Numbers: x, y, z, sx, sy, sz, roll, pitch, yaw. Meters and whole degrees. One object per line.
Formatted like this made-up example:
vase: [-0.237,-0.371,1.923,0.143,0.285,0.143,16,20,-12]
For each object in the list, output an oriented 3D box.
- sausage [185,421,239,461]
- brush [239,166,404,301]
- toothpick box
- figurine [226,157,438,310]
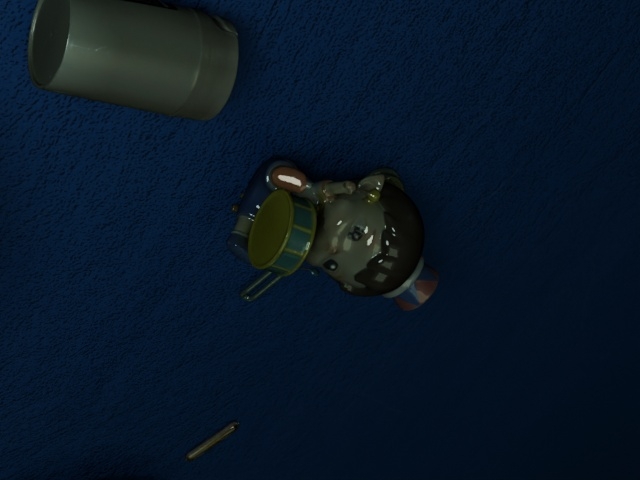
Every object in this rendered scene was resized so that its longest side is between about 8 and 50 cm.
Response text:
sausage: [-0.163,0.302,1.639,0.100,0.015,0.015,-36,139,4]
brush: [0.000,0.000,1.427,0.266,0.027,0.062,-39,131,9]
toothpick box: [-0.181,-0.184,1.069,0.180,0.111,0.111,7,127,-35]
figurine: [0.030,-0.004,1.317,0.275,0.158,0.161,14,132,-28]
